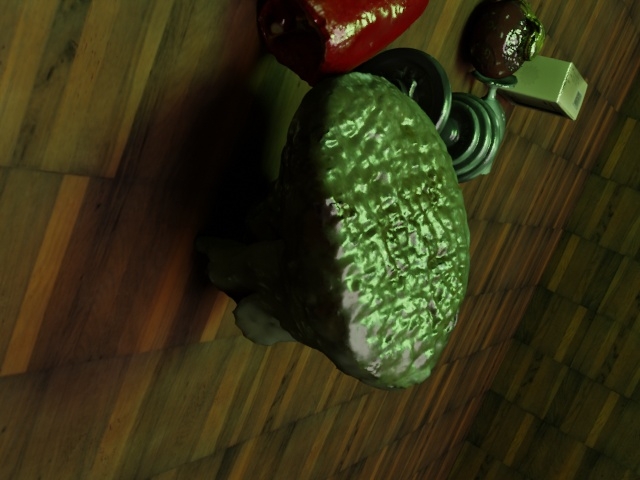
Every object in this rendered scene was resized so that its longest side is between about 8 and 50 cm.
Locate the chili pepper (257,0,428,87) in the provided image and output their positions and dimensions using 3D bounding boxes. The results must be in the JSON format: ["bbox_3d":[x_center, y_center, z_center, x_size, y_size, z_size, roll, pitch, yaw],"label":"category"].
[{"bbox_3d":[0.077,-0.333,0.998,0.338,0.134,0.131,-38,163,-37],"label":"chili pepper"}]

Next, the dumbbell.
[{"bbox_3d":[0.185,-0.203,1.275,0.406,0.179,0.179,11,105,-62],"label":"dumbbell"}]

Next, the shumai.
[{"bbox_3d":[0.000,0.000,0.996,0.324,0.323,0.398,-3,84,-47],"label":"shumai"}]

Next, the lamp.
[{"bbox_3d":[0.369,-0.393,1.466,0.156,0.135,0.157,-40,148,-35],"label":"lamp"}]

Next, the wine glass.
[{"bbox_3d":[0.354,-0.255,1.607,0.103,0.103,0.222,-33,140,-44],"label":"wine glass"}]

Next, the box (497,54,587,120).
[{"bbox_3d":[0.494,-0.354,1.685,0.212,0.168,0.095,5,106,-61],"label":"box"}]
